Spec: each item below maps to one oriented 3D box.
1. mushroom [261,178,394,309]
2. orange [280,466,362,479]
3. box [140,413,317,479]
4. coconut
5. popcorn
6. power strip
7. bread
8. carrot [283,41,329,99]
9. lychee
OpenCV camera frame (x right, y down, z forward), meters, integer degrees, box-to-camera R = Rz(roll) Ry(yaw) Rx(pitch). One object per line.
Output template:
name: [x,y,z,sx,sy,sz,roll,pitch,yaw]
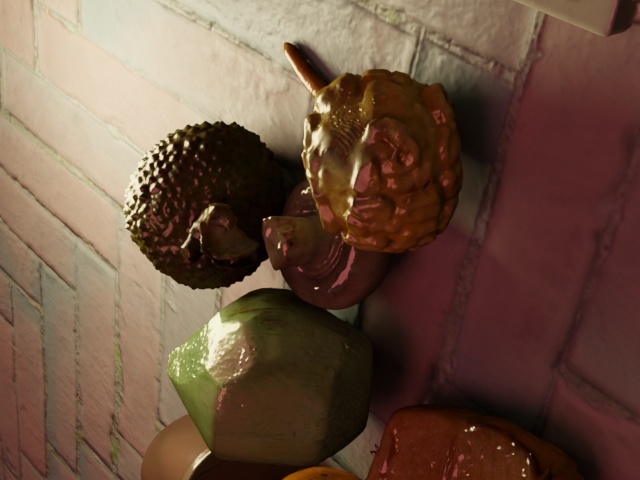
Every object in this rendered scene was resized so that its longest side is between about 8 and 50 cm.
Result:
mushroom: [0.000,0.000,1.366,0.204,0.204,0.204,24,125,40]
orange: [0.006,0.504,1.592,0.240,0.240,0.240,24,125,40]
box: [-0.180,0.449,1.729,0.216,0.301,0.301,11,116,50]
coconut: [-0.080,0.211,1.459,0.328,0.328,0.281,22,115,41]
popcorn: [0.083,-0.112,1.221,0.250,0.190,0.250,3,95,41]
power strip: [0.240,-0.321,1.056,0.338,0.058,0.098,34,130,34]
bread: [0.202,0.409,1.319,0.328,0.148,0.337,10,82,48]
carrot: [-0.006,-0.231,1.397,0.190,0.037,0.037,51,138,23]
lychee: [-0.179,-0.055,1.487,0.270,0.320,0.270,7,113,16]
